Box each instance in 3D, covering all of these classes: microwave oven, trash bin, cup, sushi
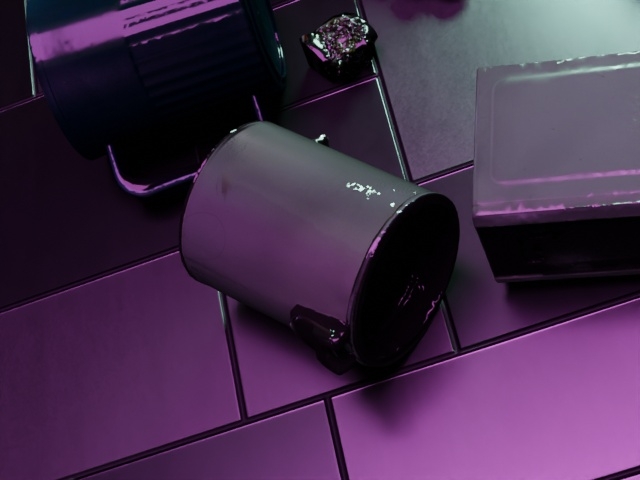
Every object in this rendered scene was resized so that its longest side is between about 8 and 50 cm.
[{"bbox_3d":[0.336,-0.080,1.519,0.295,0.181,0.237,-5,58,18],"label":"microwave oven"},{"bbox_3d":[0.000,0.000,1.575,0.262,0.217,0.277,24,52,30],"label":"trash bin"},{"bbox_3d":[-0.207,-0.241,1.779,0.292,0.242,0.308,-17,54,8],"label":"cup"},{"bbox_3d":[0.033,-0.263,1.815,0.083,0.056,0.084,-41,55,-15],"label":"sushi"}]
